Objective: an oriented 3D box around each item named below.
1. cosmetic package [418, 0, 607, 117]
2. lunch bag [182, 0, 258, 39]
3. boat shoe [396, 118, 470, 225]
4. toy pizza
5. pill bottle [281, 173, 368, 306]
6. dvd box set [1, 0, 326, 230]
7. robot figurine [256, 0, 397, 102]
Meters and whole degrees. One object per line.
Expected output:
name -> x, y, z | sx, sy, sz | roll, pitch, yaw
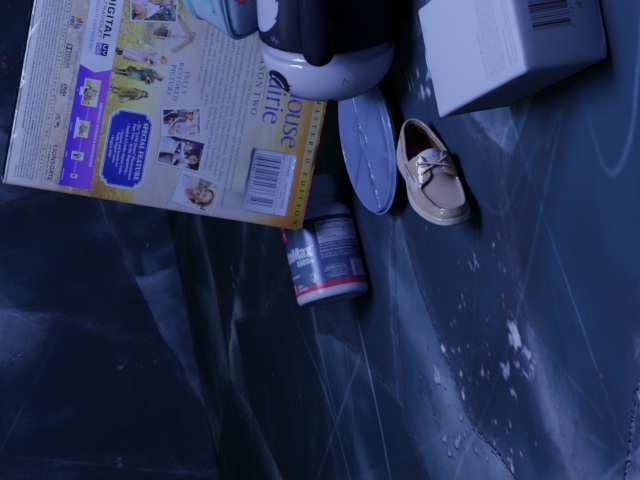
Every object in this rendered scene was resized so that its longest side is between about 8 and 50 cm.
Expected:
cosmetic package -> 0.172, -0.194, 1.240 | 0.231, 0.085, 0.117 | 164, 95, -77
lunch bag -> -0.091, -0.405, 1.672 | 0.108, 0.224, 0.279 | 37, 153, 31
boat shoe -> 0.125, -0.081, 1.528 | 0.170, 0.063, 0.059 | -118, 17, -50
toy pizza -> 0.070, -0.134, 1.755 | 0.201, 0.032, 0.201 | 169, 90, -74
pill bottle -> 0.000, 0.000, 1.960 | 0.108, 0.108, 0.180 | 137, 122, -72
dvd box set -> -0.200, -0.195, 1.816 | 0.062, 0.420, 0.308 | -148, 67, -71
robot figurine -> 0.003, -0.305, 1.599 | 0.173, 0.209, 0.278 | 20, 124, 39
